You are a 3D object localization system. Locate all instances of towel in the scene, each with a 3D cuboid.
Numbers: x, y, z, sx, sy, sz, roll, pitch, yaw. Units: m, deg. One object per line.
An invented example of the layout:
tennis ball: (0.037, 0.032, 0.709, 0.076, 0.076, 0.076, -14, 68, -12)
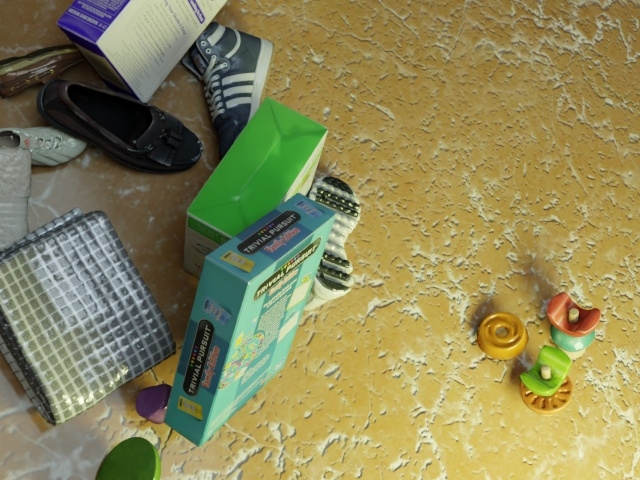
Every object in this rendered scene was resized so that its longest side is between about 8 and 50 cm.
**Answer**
towel: (-0.385, 0.112, 1.399, 0.235, 0.121, 0.284, -32, 101, -28)
towel: (-0.589, -0.060, 1.378, 0.282, 0.049, 0.187, 0, 100, -25)

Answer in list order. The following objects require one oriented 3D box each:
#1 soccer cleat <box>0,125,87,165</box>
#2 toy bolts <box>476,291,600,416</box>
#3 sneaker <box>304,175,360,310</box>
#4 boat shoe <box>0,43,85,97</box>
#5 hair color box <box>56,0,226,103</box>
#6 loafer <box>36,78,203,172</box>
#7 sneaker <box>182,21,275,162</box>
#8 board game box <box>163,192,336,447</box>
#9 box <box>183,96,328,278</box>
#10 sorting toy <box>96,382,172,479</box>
soccer cleat: (-0.477, -0.157, 1.479, 0.196, 0.076, 0.068, -12, 81, -28)
toy bolts: (0.444, 0.220, 1.803, 0.228, 0.158, 0.218, -43, 55, -19)
sneaker: (0.000, 0.000, 1.647, 0.110, 0.118, 0.292, 25, 47, -17)
boat shoe: (-0.474, -0.294, 1.535, 0.178, 0.064, 0.060, -24, 117, -27)
hair color box: (-0.274, -0.425, 1.540, 0.110, 0.185, 0.339, 31, 76, 26)
loafer: (-0.324, -0.191, 1.519, 0.302, 0.095, 0.109, 20, 75, -34)
sneaker: (-0.184, -0.272, 1.636, 0.153, 0.099, 0.282, 22, 62, -22)
board game box: (-0.110, 0.120, 1.392, 0.079, 0.336, 0.254, 30, 35, 16)
box: (-0.111, -0.065, 1.527, 0.127, 0.231, 0.262, 29, 65, 4)
sorting toy: (-0.277, 0.413, 1.416, 0.126, 0.127, 0.365, 42, 55, -42)
